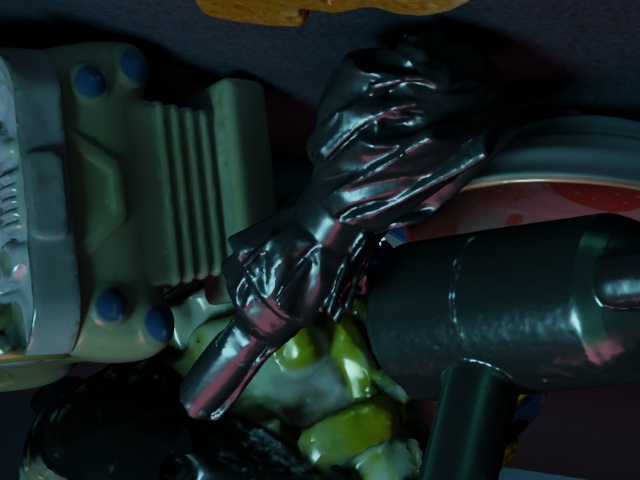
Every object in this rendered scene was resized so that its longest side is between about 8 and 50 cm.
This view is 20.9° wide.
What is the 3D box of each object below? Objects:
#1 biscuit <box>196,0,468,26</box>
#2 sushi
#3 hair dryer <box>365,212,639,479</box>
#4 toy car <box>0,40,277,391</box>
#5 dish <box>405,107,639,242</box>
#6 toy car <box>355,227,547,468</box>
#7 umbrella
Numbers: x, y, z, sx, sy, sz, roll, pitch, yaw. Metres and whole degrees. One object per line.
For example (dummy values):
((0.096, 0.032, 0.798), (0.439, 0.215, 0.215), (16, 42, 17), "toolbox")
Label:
((-0.057, -0.189, 0.866), (0.283, 0.043, 0.306), (10, 164, 13), "biscuit")
((-0.051, 0.196, 1.444), (0.328, 0.285, 0.329), (30, 155, 26), "sushi")
((0.132, 0.124, 1.082), (0.244, 0.302, 0.116), (-9, 145, 43), "hair dryer")
((-0.202, -0.015, 1.318), (0.226, 0.242, 0.336), (-4, 174, -29), "toy car")
((0.194, -0.027, 1.210), (0.260, 0.085, 0.260), (9, 160, 3), "dish")
((0.127, 0.064, 1.464), (0.198, 0.166, 0.314), (44, 158, 21), "toy car")
((0.000, 0.000, 1.137), (0.118, 0.118, 0.340), (19, 126, -26), "umbrella")
